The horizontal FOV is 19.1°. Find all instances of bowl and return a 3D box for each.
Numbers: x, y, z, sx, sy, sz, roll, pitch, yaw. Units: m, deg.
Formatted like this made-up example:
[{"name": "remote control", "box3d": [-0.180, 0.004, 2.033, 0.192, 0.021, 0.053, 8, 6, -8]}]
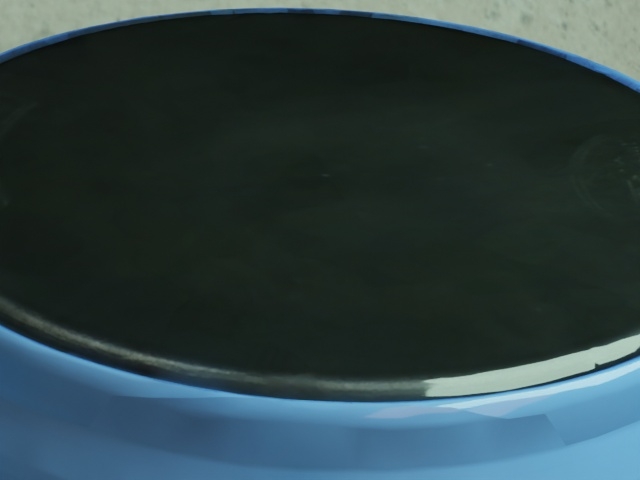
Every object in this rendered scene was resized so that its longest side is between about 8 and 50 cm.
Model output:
[{"name": "bowl", "box3d": [0.000, 0.000, 0.786, 0.391, 0.391, 0.077, -18, 124, -35]}]
